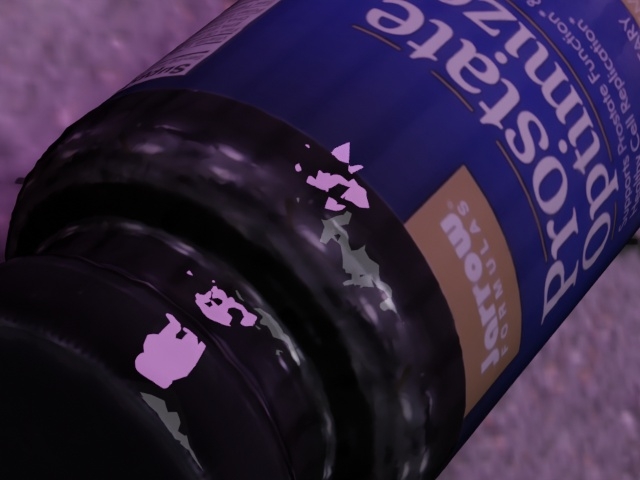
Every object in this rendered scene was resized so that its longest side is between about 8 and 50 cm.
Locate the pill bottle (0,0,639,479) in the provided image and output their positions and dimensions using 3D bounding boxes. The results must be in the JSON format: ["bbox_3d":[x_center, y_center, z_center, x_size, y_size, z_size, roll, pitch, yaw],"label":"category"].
[{"bbox_3d":[0.000,0.000,0.476,0.219,0.123,0.123,-45,110,-43],"label":"pill bottle"}]
